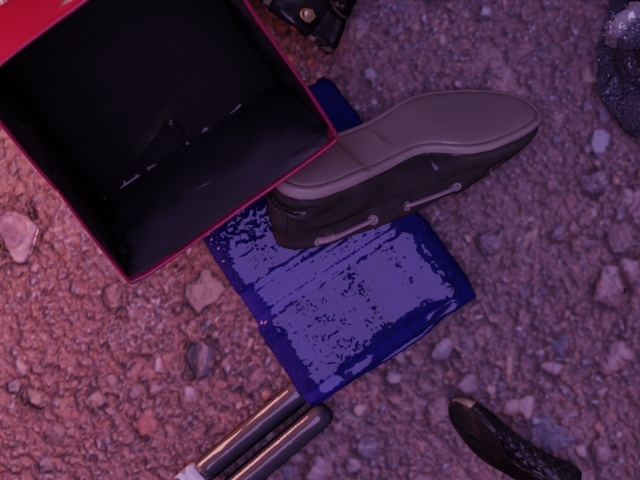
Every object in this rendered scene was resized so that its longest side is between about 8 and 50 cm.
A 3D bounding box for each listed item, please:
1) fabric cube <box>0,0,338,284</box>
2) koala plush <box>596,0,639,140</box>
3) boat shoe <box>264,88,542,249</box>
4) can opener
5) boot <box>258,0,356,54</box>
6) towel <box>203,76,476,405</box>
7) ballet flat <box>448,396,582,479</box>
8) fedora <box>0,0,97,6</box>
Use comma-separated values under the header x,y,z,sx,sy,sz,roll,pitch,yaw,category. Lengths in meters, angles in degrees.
x,y,z,sx,sy,sz,roll,pitch,yaw,category
-0.177,-0.161,1.423,0.254,0.258,0.259,-35,115,0,fabric cube
0.376,-0.197,1.450,0.196,0.221,0.203,21,96,4,koala plush
0.086,-0.079,1.517,0.335,0.095,0.112,-18,47,-26,boat shoe
-0.108,0.269,1.603,0.280,0.093,0.074,-40,88,2,can opener
0.077,-0.324,1.515,0.377,0.138,0.284,37,95,6,boot
0.000,0.000,1.583,0.228,0.076,0.308,-33,89,0,towel
0.216,0.233,1.591,0.173,0.049,0.057,38,141,3,ballet flat
-0.284,-0.333,1.560,0.244,0.124,0.275,13,95,5,fedora
